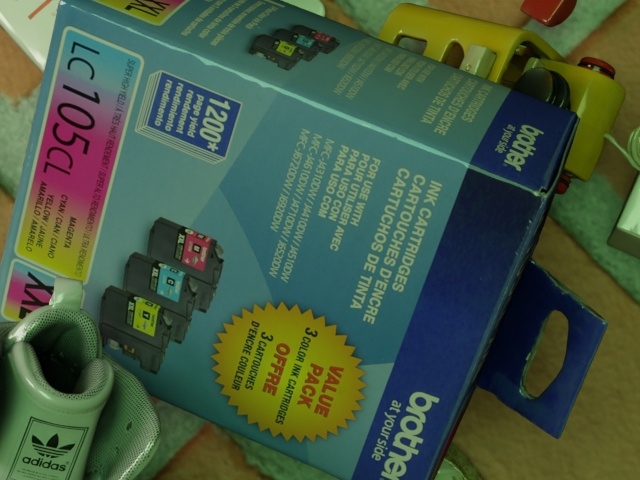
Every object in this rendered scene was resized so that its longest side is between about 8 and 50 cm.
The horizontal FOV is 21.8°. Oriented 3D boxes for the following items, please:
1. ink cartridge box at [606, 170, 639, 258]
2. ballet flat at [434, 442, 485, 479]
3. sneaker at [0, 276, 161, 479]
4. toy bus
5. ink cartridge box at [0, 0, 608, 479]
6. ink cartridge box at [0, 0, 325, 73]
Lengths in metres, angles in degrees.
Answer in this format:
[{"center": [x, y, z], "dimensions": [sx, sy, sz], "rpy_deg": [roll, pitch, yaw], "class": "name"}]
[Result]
[{"center": [0.271, -0.033, 1.201], "dimensions": [0.090, 0.092, 0.143], "rpy_deg": [25, 84, 9], "class": "ink cartridge box"}, {"center": [0.103, 0.211, 1.193], "dimensions": [0.073, 0.067, 0.206], "rpy_deg": [-38, 80, -1], "class": "ballet flat"}, {"center": [-0.204, 0.197, 1.033], "dimensions": [0.137, 0.210, 0.365], "rpy_deg": [19, 46, -22], "class": "sneaker"}, {"center": [0.126, -0.105, 1.188], "dimensions": [0.202, 0.104, 0.191], "rpy_deg": [-31, 57, 22], "class": "toy bus"}, {"center": [0.000, 0.000, 1.135], "dimensions": [0.396, 0.151, 0.270], "rpy_deg": [22, 120, 6], "class": "ink cartridge box"}, {"center": [-0.182, -0.251, 1.260], "dimensions": [0.207, 0.119, 0.353], "rpy_deg": [-42, 80, -2], "class": "ink cartridge box"}]
